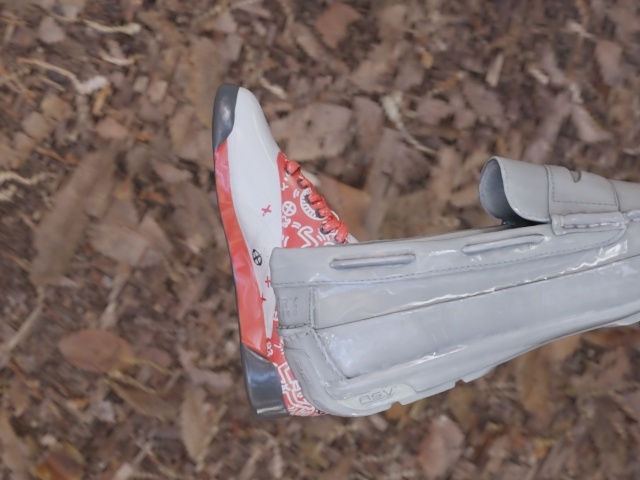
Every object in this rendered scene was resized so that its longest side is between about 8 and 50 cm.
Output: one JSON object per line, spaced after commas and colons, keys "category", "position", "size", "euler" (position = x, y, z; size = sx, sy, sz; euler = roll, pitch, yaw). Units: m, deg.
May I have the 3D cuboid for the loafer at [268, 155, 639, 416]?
{"category": "loafer", "position": [0.127, 0.001, 0.881], "size": [0.319, 0.112, 0.111], "euler": [-19, 92, -12]}

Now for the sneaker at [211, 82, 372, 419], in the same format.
{"category": "sneaker", "position": [0.000, 0.001, 1.232], "size": [0.145, 0.090, 0.270], "euler": [-9, 87, 5]}
